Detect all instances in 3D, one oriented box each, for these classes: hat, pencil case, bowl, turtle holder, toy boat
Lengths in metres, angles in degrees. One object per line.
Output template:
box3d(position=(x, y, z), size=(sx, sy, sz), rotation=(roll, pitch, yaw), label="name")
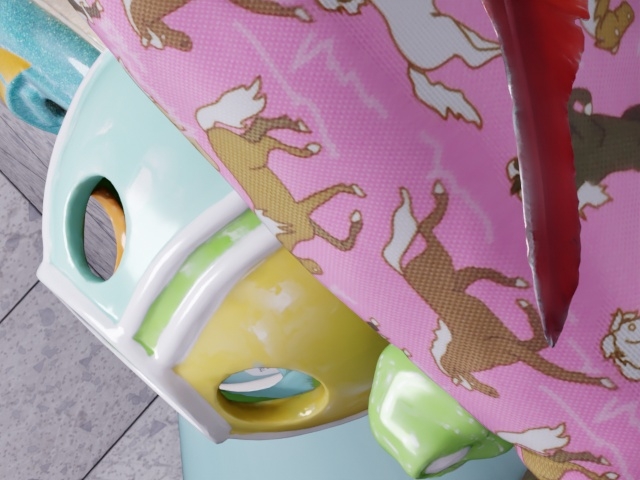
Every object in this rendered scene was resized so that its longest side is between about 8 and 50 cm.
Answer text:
box3d(position=(0.016, -0.130, 0.437), size=(0.208, 0.183, 0.173), rotation=(33, 166, 40), label="hat")
box3d(position=(0.027, -0.088, 0.600), size=(0.386, 0.160, 0.167), rotation=(46, -147, -18), label="pencil case")
box3d(position=(0.007, 0.143, 1.449), size=(0.311, 0.311, 0.163), rotation=(18, 134, 66), label="bowl")
box3d(position=(-0.002, 0.003, 0.919), size=(0.320, 0.227, 0.243), rotation=(41, 170, 18), label="turtle holder")
box3d(position=(-0.199, -0.150, 1.268), size=(0.267, 0.148, 0.318), rotation=(36, 169, 32), label="toy boat")

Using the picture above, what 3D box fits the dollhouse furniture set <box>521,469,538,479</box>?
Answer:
box3d(position=(0.263, 0.342, 1.605), size=(0.394, 0.256, 0.362), rotation=(20, -170, -47), label="dollhouse furniture set")
